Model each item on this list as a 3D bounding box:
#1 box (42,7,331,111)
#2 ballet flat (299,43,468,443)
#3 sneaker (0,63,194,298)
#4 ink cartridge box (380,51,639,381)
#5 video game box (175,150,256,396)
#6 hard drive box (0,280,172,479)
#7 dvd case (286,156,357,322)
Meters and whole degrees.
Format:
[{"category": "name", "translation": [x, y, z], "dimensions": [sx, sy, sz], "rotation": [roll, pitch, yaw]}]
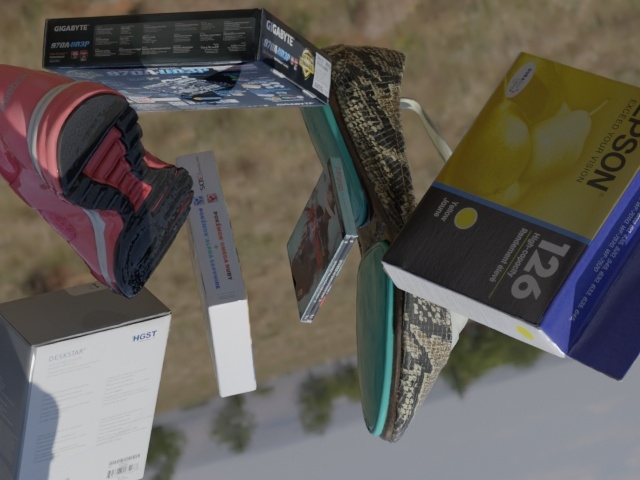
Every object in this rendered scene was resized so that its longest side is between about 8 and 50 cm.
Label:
[{"category": "box", "translation": [-0.121, -0.164, 1.548], "dimensions": [0.220, 0.051, 0.175], "rotation": [0, 171, 22]}, {"category": "ballet flat", "translation": [0.103, -0.011, 1.966], "dimensions": [0.182, 0.483, 0.164], "rotation": [-8, 167, -16]}, {"category": "sneaker", "translation": [-0.205, -0.061, 1.408], "dimensions": [0.116, 0.136, 0.314], "rotation": [-56, 158, -17]}, {"category": "ink cartridge box", "translation": [0.263, -0.036, 1.773], "dimensions": [0.307, 0.304, 0.072], "rotation": [22, 160, 41]}, {"category": "video game box", "translation": [-0.109, 0.038, 1.757], "dimensions": [0.048, 0.187, 0.205], "rotation": [-13, 150, -7]}, {"category": "hard drive box", "translation": [-0.275, 0.171, 1.842], "dimensions": [0.181, 0.232, 0.089], "rotation": [-12, -143, -39]}, {"category": "dvd case", "translation": [0.000, 0.000, 1.404], "dimensions": [0.013, 0.087, 0.119], "rotation": [6, 140, -21]}]
